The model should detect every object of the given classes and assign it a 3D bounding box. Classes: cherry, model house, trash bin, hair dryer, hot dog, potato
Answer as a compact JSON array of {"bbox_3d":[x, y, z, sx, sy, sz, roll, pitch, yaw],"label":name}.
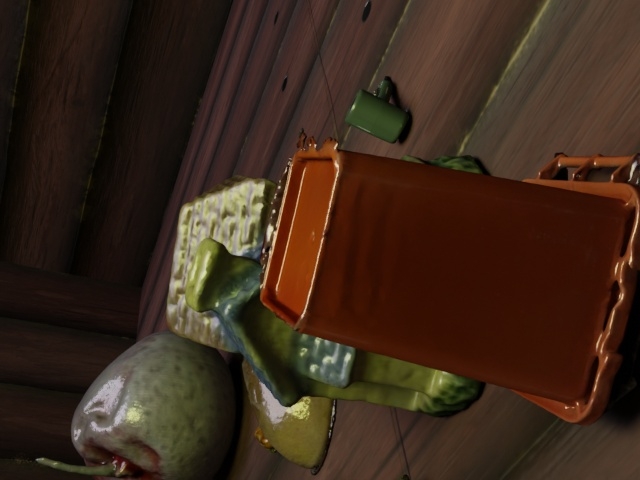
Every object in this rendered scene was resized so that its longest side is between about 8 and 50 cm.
[{"bbox_3d":[-0.298,0.317,1.416,0.326,0.292,0.334,100,-170,-67],"label":"cherry"},{"bbox_3d":[-0.005,0.019,0.773,0.321,0.267,0.261,-156,76,-72],"label":"model house"},{"bbox_3d":[0.092,0.005,0.516,0.161,0.239,0.184,-160,85,-72],"label":"trash bin"},{"bbox_3d":[0.080,-0.183,0.997,0.047,0.071,0.150,-60,7,34],"label":"hair dryer"},{"bbox_3d":[-0.073,0.292,1.158,0.133,0.041,0.056,161,121,-78],"label":"hot dog"},{"bbox_3d":[-0.046,0.175,1.047,0.261,0.100,0.120,-99,27,-48],"label":"potato"}]

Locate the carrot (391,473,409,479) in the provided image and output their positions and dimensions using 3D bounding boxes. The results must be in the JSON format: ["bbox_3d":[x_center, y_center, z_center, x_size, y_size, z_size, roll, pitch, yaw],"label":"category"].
[{"bbox_3d":[0.027,0.377,0.750,0.070,0.070,0.342,-134,63,-69],"label":"carrot"}]
